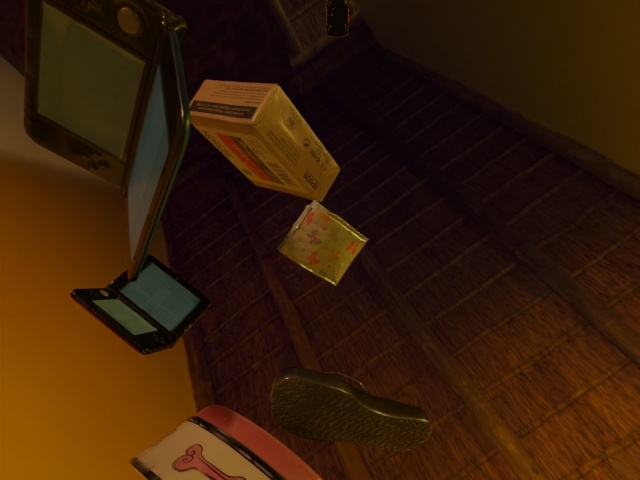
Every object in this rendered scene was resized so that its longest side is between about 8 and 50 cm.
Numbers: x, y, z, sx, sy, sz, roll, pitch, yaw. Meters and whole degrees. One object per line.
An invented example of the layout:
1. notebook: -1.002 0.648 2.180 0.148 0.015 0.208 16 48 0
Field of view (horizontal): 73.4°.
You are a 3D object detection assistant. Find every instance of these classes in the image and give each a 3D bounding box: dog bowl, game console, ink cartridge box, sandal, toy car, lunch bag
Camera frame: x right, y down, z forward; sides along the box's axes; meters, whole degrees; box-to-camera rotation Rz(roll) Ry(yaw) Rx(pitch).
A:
1. dog bowl: -0.110 0.441 0.704 0.408 0.408 0.150 43 -125 1
2. game console: -0.260 0.087 0.634 0.144 0.124 0.085 34 -90 10
3. ink cartridge box: -0.102 -0.180 0.793 0.193 0.235 0.088 17 -107 37
4. game console: -0.271 -0.132 0.508 0.250 0.173 0.293 29 -47 -12
5. sandal: 0.038 0.225 0.575 0.255 0.054 0.097 30 -68 -28
6. toy car: 0.060 -0.348 0.642 0.122 0.040 0.060 -18 -64 2
7. lunch bag: 0.000 0.000 0.488 0.083 0.053 0.071 32 -87 -37
